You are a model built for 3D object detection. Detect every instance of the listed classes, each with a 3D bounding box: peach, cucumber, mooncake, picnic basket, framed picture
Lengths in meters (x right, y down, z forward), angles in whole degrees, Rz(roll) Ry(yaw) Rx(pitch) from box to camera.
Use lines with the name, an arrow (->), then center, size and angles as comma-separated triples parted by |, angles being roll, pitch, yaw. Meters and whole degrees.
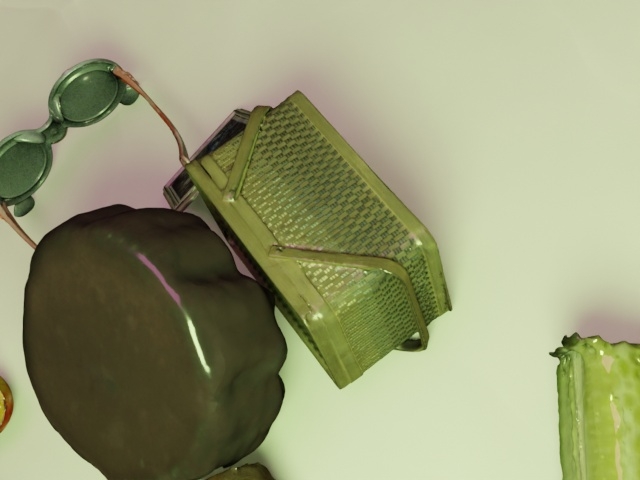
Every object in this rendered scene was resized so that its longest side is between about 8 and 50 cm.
peach -> -0.391, 0.193, 1.160 | 0.098, 0.061, 0.098 | -1, 88, 18
cucumber -> 0.264, 0.243, 0.812 | 0.145, 0.105, 0.326 | 4, 66, -2
mooncake -> -0.161, 0.099, 0.985 | 0.283, 0.141, 0.283 | 13, 115, 31
picnic basket -> 0.000, 0.000, 0.998 | 0.139, 0.165, 0.267 | -35, 58, -8
framed picture -> -0.124, -0.093, 1.129 | 0.142, 0.011, 0.183 | -48, 17, -1

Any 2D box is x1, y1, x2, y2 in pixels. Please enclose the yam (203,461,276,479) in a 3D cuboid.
yam -> -0.043, 0.339, 0.894 | 0.131, 0.131, 0.280 | -37, 56, 5

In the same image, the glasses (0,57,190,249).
glasses -> -0.260, -0.069, 1.185 | 0.234, 0.118, 0.268 | -45, 56, -2
